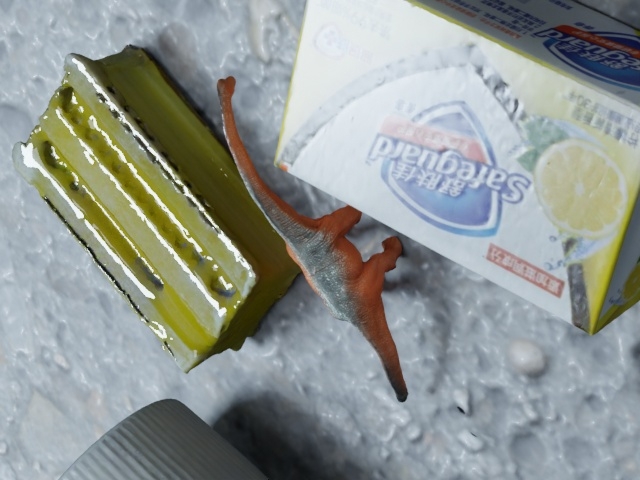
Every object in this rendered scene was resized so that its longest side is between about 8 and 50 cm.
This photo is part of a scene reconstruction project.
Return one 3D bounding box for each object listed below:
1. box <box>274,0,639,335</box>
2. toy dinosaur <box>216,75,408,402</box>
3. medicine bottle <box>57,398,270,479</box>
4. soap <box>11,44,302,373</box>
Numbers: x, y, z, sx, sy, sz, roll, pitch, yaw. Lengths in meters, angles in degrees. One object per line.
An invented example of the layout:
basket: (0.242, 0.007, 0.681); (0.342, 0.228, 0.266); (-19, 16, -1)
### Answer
box: (0.111, -0.077, 1.264); (0.265, 0.097, 0.168); (31, 125, 24)
toy dinosaur: (0.005, -0.002, 1.380); (0.055, 0.101, 0.279); (-24, 104, 31)
medicine bottle: (-0.037, 0.313, 1.467); (0.384, 0.224, 0.224); (41, 129, 16)
soap: (-0.123, -0.028, 1.486); (0.233, 0.076, 0.135); (48, 131, 12)
